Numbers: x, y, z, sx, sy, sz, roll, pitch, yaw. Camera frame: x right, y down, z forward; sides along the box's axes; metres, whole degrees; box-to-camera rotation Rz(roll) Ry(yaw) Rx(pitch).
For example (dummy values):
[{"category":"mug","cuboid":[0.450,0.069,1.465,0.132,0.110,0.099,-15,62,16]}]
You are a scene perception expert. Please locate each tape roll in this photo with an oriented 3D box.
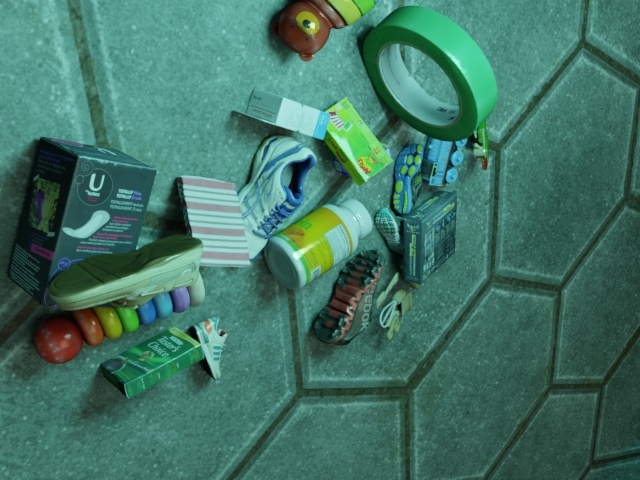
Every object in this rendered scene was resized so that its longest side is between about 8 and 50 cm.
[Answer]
[{"category":"tape roll","cuboid":[0.241,-0.367,1.762,0.077,0.321,0.321,-46,134,-20]}]

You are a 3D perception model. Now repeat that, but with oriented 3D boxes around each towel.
[{"category":"towel","cuboid":[-0.218,-0.036,1.611,0.144,0.029,0.197,4,66,-45]}]

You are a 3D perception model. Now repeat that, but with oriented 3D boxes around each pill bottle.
[{"category":"pill bottle","cuboid":[0.000,0.000,1.837,0.246,0.136,0.136,-33,129,-29]}]

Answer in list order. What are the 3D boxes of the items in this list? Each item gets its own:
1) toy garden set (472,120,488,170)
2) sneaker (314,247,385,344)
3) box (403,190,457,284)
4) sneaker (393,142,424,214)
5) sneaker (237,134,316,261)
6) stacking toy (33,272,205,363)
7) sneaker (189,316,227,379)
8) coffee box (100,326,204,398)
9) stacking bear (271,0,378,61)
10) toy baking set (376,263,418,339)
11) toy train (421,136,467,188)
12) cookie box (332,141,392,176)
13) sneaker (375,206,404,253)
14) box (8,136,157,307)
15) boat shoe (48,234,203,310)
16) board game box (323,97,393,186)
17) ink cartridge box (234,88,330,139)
[{"category":"toy garden set","cuboid":[0.410,-0.306,2.096,0.204,0.049,0.244,-76,156,-49]},{"category":"sneaker","cuboid":[0.090,0.152,2.026,0.276,0.097,0.135,-61,144,-9]},{"category":"box","cuboid":[0.296,-0.012,2.124,0.233,0.059,0.183,-36,132,-50]},{"category":"sneaker","cuboid":[0.231,-0.162,2.047,0.078,0.067,0.188,-23,125,-60]},{"category":"sneaker","cuboid":[-0.109,-0.080,1.702,0.112,0.131,0.296,12,101,-48]},{"category":"stacking toy","cuboid":[-0.397,0.131,1.534,0.330,0.141,0.141,-27,126,-26]},{"category":"sneaker","cuboid":[-0.237,0.243,1.780,0.075,0.057,0.161,-30,124,-24]},{"category":"coffee box","cuboid":[-0.348,0.249,1.640,0.184,0.113,0.040,-25,122,-32]},{"category":"stacking bear","cuboid":[0.030,-0.503,1.613,0.175,0.164,0.289,42,94,-14]},{"category":"toy baking set","cuboid":[0.213,0.164,2.137,0.197,0.030,0.256,-67,154,-19]},{"category":"toy train","cuboid":[0.319,-0.227,2.082,0.105,0.080,0.184,2,107,-38]},{"category":"cookie box","cuboid":[0.100,-0.196,1.875,0.107,0.092,0.040,-39,136,-25]},{"category":"sneaker","cuboid":[0.196,-0.040,2.074,0.076,0.065,0.166,-61,143,-27]},{"category":"box","cuboid":[-0.426,-0.030,1.408,0.165,0.143,0.270,7,104,-48]},{"category":"boat shoe","cuboid":[-0.328,0.074,1.376,0.302,0.109,0.098,-23,124,-47]},{"category":"board game box","cuboid":[0.072,-0.224,1.796,0.092,0.043,0.181,-38,93,-24]},{"category":"ink cartridge box","cuboid":[-0.079,-0.269,1.659,0.180,0.104,0.060,11,101,-46]}]
